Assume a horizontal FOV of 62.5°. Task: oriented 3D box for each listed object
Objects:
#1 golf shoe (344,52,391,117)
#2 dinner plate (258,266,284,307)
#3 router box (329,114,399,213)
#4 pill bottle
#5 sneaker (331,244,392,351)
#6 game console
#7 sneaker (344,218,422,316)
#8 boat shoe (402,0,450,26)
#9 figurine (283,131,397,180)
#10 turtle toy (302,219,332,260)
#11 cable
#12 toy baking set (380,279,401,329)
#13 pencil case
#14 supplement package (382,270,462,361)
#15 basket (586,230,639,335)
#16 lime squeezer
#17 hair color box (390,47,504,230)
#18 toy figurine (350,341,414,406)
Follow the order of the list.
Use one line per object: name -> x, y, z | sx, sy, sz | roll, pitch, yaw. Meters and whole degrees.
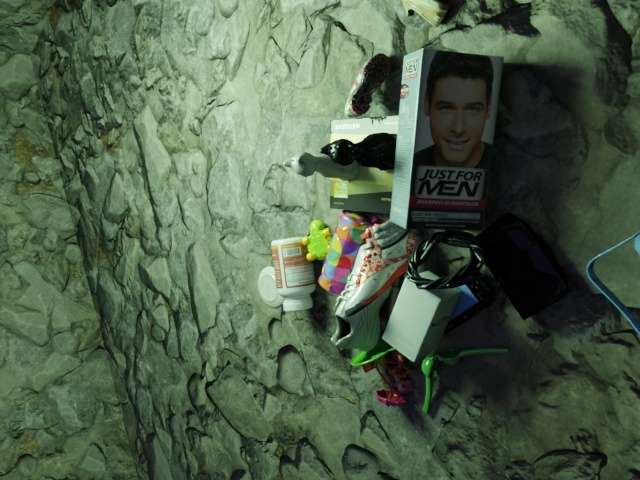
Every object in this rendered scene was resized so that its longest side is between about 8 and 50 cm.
golf shoe -> 0.114, -0.401, 1.364 | 0.186, 0.067, 0.086 | -59, 20, -9
dinner plate -> -0.169, 0.158, 1.776 | 0.141, 0.017, 0.141 | 6, 99, 44
router box -> 0.160, -0.195, 1.368 | 0.308, 0.081, 0.243 | 7, 101, 43
pill bottle -> -0.080, 0.100, 1.609 | 0.121, 0.121, 0.216 | -5, 92, 44
sneaker -> 0.105, 0.155, 1.396 | 0.111, 0.129, 0.298 | 13, 98, 51
game console -> 0.378, 0.115, 1.228 | 0.361, 0.043, 0.213 | -46, 65, 38
sneaker -> 0.129, 0.057, 1.323 | 0.270, 0.090, 0.145 | -40, 85, -7
boat shoe -> 0.221, -0.577, 1.274 | 0.190, 0.068, 0.072 | 48, 137, 28
figurine -> 0.043, -0.200, 1.276 | 0.214, 0.209, 0.093 | -10, 89, 44
turtle toy -> 0.000, 0.000, 1.557 | 0.095, 0.066, 0.130 | -21, 77, 20
cable -> 0.274, 0.042, 1.192 | 0.184, 0.047, 0.151 | -18, 54, 11
toy baking set -> 0.144, 0.175, 1.472 | 0.196, 0.030, 0.257 | 2, 91, 49
pencil case -> 0.072, 0.032, 1.463 | 0.104, 0.104, 0.237 | 35, 115, 35
supplement package -> 0.242, 0.179, 1.266 | 0.105, 0.105, 0.180 | 34, 119, 35
basket -> 0.629, 0.070, 0.875 | 0.255, 0.201, 0.289 | 56, 136, 18
lime squeezer -> 0.317, 0.316, 1.304 | 0.110, 0.058, 0.310 | 56, 128, 24
hair color box -> 0.273, -0.215, 1.170 | 0.113, 0.185, 0.375 | -136, 48, -74
toy figurine -> 0.191, 0.363, 1.417 | 0.173, 0.130, 0.159 | -26, 91, 18
